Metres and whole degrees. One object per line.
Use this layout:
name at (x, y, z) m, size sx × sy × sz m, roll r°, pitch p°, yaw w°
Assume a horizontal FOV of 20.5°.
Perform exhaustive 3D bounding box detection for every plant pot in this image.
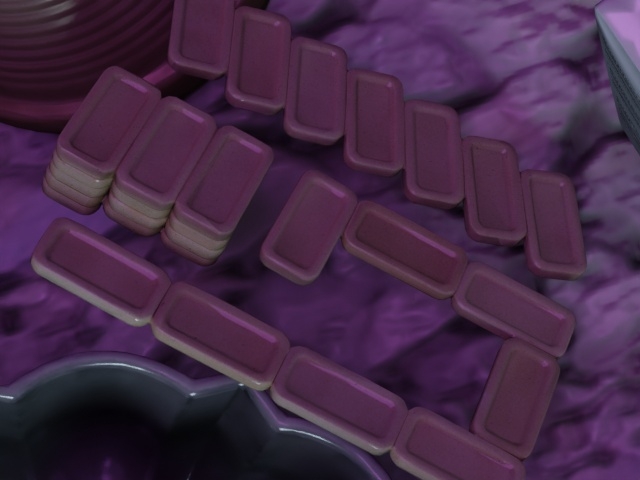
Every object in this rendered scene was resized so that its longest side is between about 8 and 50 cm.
plant pot at (-0.139, -0.180, 0.894) m, size 0.237 × 0.110 × 0.237 m, roll -2°, pitch 82°, yaw 11°

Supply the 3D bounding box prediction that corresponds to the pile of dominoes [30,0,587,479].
pile of dominoes at (0.000, 0.000, 0.819) m, size 0.251 × 0.040 × 0.196 m, roll 29°, pitch 53°, yaw -2°

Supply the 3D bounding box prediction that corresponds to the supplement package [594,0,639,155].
supplement package at (0.238, -0.066, 0.744) m, size 0.194 × 0.203 × 0.149 m, roll -32°, pitch 76°, yaw 5°

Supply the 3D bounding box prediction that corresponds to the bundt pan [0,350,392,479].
bundt pan at (-0.098, 0.220, 0.780) m, size 0.330 × 0.124 × 0.331 m, roll 3°, pitch 77°, yaw -11°
